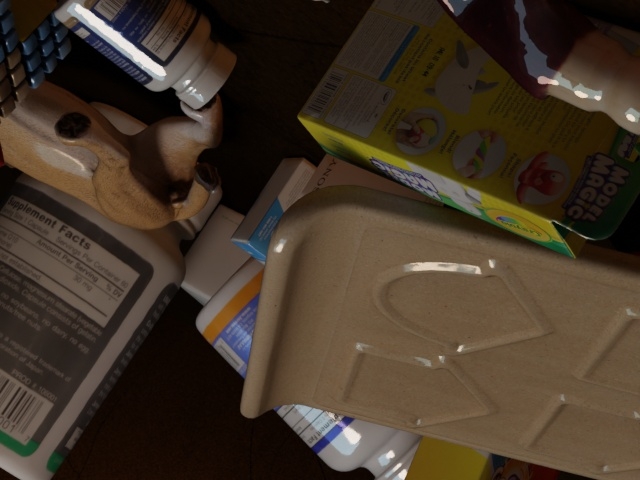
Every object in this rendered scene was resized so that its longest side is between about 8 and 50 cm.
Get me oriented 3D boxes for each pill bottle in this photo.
[{"bbox_3d":[-0.119,-0.147,1.105,0.120,0.067,0.067,37,169,-19],"label":"pill bottle"},{"bbox_3d":[-0.267,0.052,1.626,0.204,0.361,0.204,32,169,7],"label":"pill bottle"},{"bbox_3d":[0.022,0.125,1.535,0.272,0.152,0.152,45,170,5],"label":"pill bottle"}]

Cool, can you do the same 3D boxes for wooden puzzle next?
[{"bbox_3d":[0.137,0.056,0.928,0.348,0.080,0.322,10,156,-2],"label":"wooden puzzle"}]

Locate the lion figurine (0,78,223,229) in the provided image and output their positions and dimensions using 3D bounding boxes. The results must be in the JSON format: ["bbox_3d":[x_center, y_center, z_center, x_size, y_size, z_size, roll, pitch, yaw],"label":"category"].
[{"bbox_3d":[-0.225,-0.094,1.413,0.392,0.142,0.240,37,157,22],"label":"lion figurine"}]

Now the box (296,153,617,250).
[{"bbox_3d":[0.151,0.066,1.154,0.232,0.058,0.322,13,151,47],"label":"box"}]

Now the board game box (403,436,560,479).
[{"bbox_3d":[0.135,0.248,1.430,0.064,0.316,0.242,18,164,25],"label":"board game box"}]

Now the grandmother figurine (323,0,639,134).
[{"bbox_3d":[0.069,-0.123,0.525,0.342,0.104,0.207,15,134,51],"label":"grandmother figurine"}]

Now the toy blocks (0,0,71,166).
[{"bbox_3d":[-0.308,-0.180,1.160,0.261,0.190,0.381,24,146,18],"label":"toy blocks"}]

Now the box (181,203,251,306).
[{"bbox_3d":[-0.084,0.035,1.719,0.101,0.102,0.087,27,170,33],"label":"box"}]

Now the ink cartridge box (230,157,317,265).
[{"bbox_3d":[0.000,0.000,1.347,0.122,0.088,0.052,37,169,-19],"label":"ink cartridge box"}]

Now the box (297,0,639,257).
[{"bbox_3d":[0.088,-0.064,0.757,0.179,0.105,0.043,25,167,37],"label":"box"}]
